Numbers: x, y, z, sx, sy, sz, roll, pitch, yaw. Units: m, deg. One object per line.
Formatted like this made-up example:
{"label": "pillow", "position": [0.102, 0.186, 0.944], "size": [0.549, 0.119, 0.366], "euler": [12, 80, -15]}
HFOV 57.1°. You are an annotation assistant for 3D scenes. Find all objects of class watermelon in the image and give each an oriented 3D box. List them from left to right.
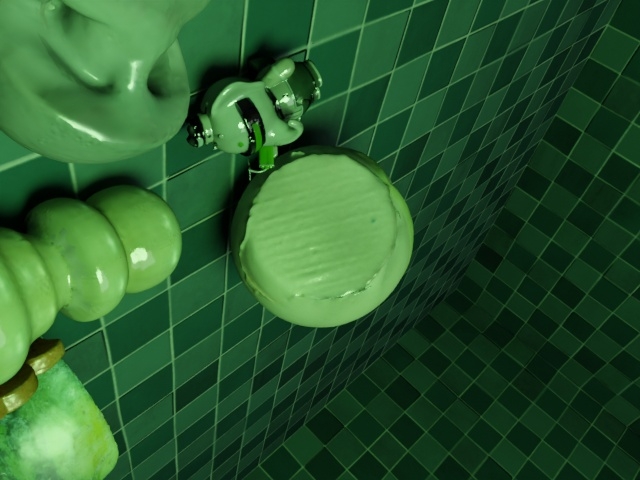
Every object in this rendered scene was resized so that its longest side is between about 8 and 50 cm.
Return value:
{"label": "watermelon", "position": [-0.413, 0.266, 0.755], "size": [0.261, 0.213, 0.201], "euler": [-39, -166, -20]}

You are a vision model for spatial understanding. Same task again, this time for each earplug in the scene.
{"label": "earplug", "position": [-0.181, -0.213, 0.462], "size": [0.214, 0.175, 0.325], "euler": [-25, 139, -54]}

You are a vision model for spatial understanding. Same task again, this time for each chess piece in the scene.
{"label": "chess piece", "position": [-0.290, 0.030, 0.636], "size": [0.330, 0.182, 0.182], "euler": [-29, 151, -51]}

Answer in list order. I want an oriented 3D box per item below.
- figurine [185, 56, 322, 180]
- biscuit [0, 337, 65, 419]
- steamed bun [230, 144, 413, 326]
{"label": "figurine", "position": [-0.086, -0.168, 0.759], "size": [0.192, 0.126, 0.147], "euler": [-28, 171, -19]}
{"label": "biscuit", "position": [-0.369, 0.152, 0.606], "size": [0.183, 0.280, 0.043], "euler": [-9, 118, -5]}
{"label": "steamed bun", "position": [0.000, 0.000, 0.991], "size": [0.309, 0.309, 0.309], "euler": [-40, 156, -22]}
